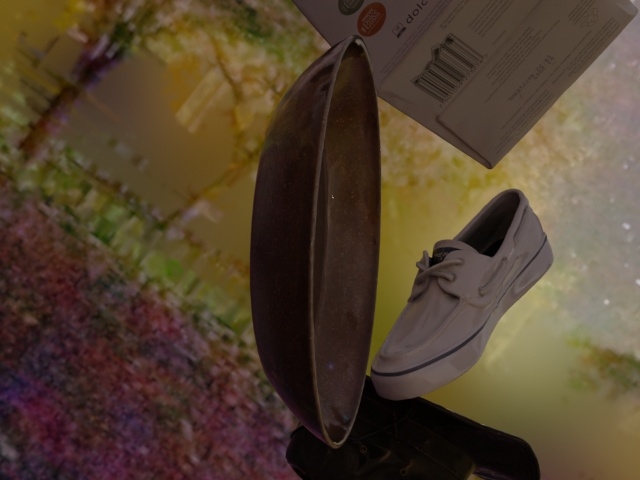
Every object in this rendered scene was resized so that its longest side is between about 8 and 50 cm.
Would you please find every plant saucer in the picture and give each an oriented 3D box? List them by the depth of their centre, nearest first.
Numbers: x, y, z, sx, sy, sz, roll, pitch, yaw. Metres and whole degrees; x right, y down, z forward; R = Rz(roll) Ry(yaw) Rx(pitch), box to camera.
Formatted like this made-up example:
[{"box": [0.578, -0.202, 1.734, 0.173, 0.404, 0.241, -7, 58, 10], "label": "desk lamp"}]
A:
[{"box": [0.000, 0.000, 0.482, 0.036, 0.199, 0.198, 3, -8, 12], "label": "plant saucer"}]

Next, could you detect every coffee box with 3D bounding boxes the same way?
[{"box": [0.201, -0.378, 1.495, 0.338, 0.338, 0.334, 23, 25, -48], "label": "coffee box"}]

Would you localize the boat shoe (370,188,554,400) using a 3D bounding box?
[{"box": [0.118, 0.040, 0.876, 0.095, 0.258, 0.084, -5, -63, 41], "label": "boat shoe"}]

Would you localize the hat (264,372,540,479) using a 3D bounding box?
[{"box": [0.065, 0.245, 1.067, 0.331, 0.134, 0.331, 22, -22, 9], "label": "hat"}]
